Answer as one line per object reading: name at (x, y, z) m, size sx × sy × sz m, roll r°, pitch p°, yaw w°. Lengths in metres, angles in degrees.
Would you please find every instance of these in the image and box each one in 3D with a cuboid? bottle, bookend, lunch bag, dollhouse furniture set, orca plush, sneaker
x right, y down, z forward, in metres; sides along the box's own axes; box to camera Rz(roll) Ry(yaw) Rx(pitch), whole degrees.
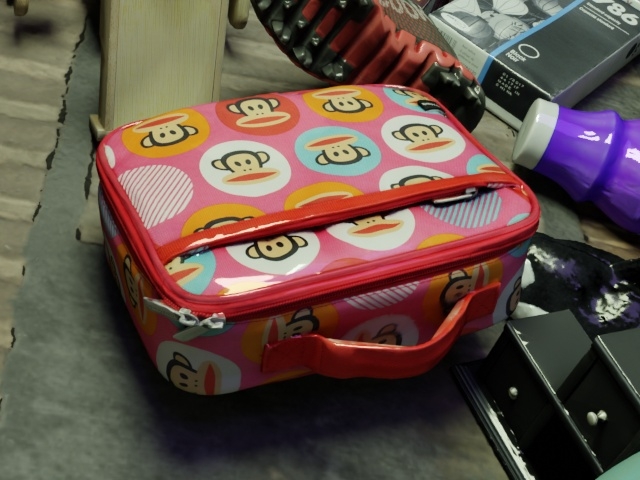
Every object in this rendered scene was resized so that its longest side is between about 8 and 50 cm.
bottle at (0.327, -0.057, 0.928) m, size 0.282 × 0.092 × 0.118 m, roll 21°, pitch 45°, yaw 0°
bookend at (0.181, 0.102, 0.672) m, size 0.072 × 0.157 × 0.156 m, roll -7°, pitch 51°, yaw -27°
lunch bag at (0.000, 0.000, 0.699) m, size 0.293 × 0.120 × 0.258 m, roll -13°, pitch 43°, yaw -22°
dollhouse furniture set at (-0.169, -0.207, 0.888) m, size 0.212 × 0.161 × 0.242 m, roll -2°, pitch 26°, yaw -23°
orca plush at (0.264, 0.068, 0.775) m, size 0.151 × 0.102 × 0.287 m, roll -27°, pitch 62°, yaw -38°
sneaker at (0.035, -0.196, 0.909) m, size 0.276 × 0.097 × 0.135 m, roll 31°, pitch 25°, yaw -31°

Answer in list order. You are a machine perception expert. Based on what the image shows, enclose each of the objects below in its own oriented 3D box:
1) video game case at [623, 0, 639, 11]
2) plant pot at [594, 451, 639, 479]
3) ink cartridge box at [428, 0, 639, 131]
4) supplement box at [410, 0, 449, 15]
video game case at (0.381, -0.358, 1.265) m, size 0.183 × 0.023 × 0.201 m, roll 39°, pitch 37°, yaw 14°
plant pot at (0.259, 0.224, 0.506) m, size 0.235 × 0.293 × 0.293 m, roll -1°, pitch 46°, yaw -1°
ink cartridge box at (0.264, -0.241, 1.108) m, size 0.165 × 0.065 × 0.332 m, roll 38°, pitch 45°, yaw 17°
supplement box at (0.083, -0.281, 1.062) m, size 0.104 × 0.081 × 0.188 m, roll 28°, pitch 44°, yaw 7°
